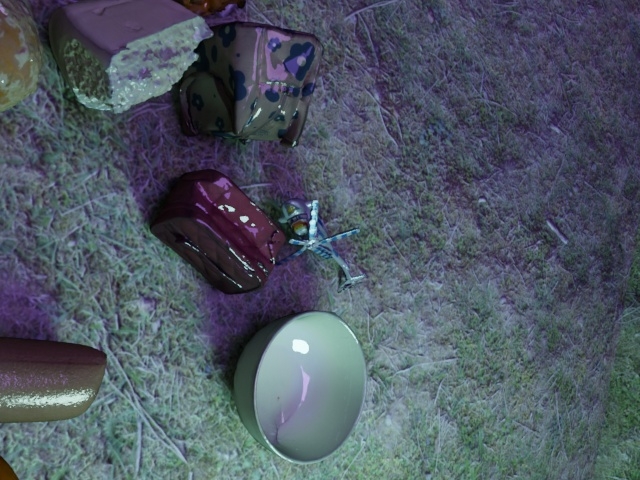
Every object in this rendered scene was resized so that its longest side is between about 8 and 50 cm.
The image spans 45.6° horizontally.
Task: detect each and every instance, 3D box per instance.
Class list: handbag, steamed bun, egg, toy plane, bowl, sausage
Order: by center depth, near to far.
[{"bbox_3d":[-0.485,-0.273,1.015,0.233,0.195,0.194,31,68,-36],"label":"egg"},{"bbox_3d":[-0.442,0.199,1.083,0.253,0.123,0.123,12,80,-41],"label":"sausage"},{"bbox_3d":[-0.293,-0.290,1.203,0.225,0.200,0.170,-31,145,-39],"label":"steamed bun"},{"bbox_3d":[-0.128,-0.263,1.312,0.190,0.251,0.193,1,97,-36],"label":"handbag"},{"bbox_3d":[-0.175,-0.011,1.320,0.225,0.146,0.135,47,54,-30],"label":"handbag"},{"bbox_3d":[-0.054,0.265,1.420,0.277,0.145,0.277,4,84,-42],"label":"bowl"},{"bbox_3d":[0.010,-0.004,1.505,0.273,0.182,0.107,24,41,-41],"label":"toy plane"}]

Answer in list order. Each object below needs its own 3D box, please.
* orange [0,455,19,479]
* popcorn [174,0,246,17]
[{"bbox_3d":[-0.507,0.363,0.900,0.312,0.312,0.312,2,87,-42],"label":"orange"},{"bbox_3d":[-0.196,-0.467,1.318,0.170,0.180,0.180,46,58,-14],"label":"popcorn"}]
